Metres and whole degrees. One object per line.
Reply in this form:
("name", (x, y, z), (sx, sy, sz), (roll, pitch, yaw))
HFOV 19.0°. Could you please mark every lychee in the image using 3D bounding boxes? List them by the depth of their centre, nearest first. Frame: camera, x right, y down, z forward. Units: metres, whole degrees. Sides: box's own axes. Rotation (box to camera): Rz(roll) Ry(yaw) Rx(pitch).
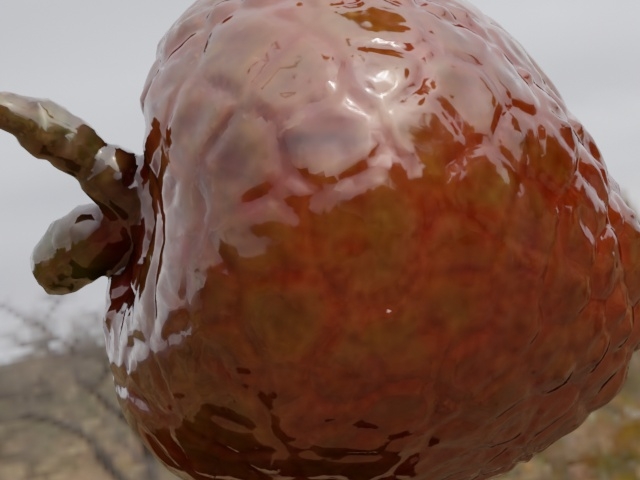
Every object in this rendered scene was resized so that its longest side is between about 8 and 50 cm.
("lychee", (0.000, 0.000, 0.843), (0.300, 0.255, 0.255), (3, -9, -18))
